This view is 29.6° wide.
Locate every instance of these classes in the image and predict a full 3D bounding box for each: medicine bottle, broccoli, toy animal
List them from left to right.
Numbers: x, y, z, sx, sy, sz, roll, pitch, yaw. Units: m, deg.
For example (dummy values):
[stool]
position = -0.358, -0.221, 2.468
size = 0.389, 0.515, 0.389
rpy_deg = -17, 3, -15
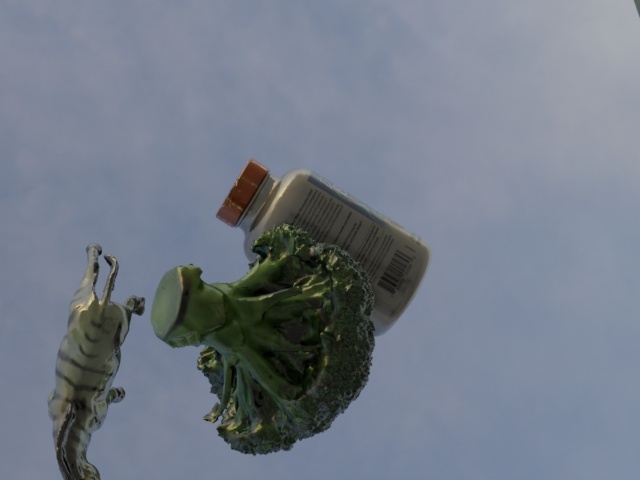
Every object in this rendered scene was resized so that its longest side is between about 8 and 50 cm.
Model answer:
[toy animal]
position = -0.206, 0.122, 1.091
size = 0.073, 0.176, 0.217
rpy_deg = 8, -78, -6
[broccoli]
position = -0.079, 0.120, 1.517
size = 0.297, 0.297, 0.298
rpy_deg = 16, -112, -32
[medicine bottle]
position = 0.000, 0.000, 1.690
size = 0.288, 0.157, 0.157
rpy_deg = 32, -120, -5

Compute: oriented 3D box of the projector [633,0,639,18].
[projector]
position = 0.274, -0.106, 0.633
size = 0.259, 0.079, 0.257
rpy_deg = -30, -75, -30
